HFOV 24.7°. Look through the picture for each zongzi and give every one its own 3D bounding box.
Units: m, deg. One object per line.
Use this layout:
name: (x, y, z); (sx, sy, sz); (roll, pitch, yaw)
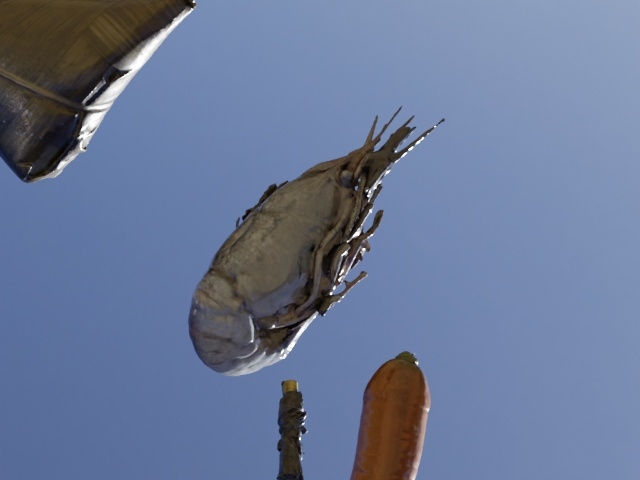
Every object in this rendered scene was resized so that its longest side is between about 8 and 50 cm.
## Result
zongzi: (-0.316, -0.250, 1.636); (0.286, 0.288, 0.134); (45, -162, -3)

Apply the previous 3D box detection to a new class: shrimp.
shrimp: (-0.001, -0.003, 1.471); (0.145, 0.343, 0.116); (46, 167, -23)

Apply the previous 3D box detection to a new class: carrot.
carrot: (0.039, 0.226, 1.260); (0.066, 0.271, 0.062); (18, 176, -10)

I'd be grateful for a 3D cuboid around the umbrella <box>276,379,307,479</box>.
umbrella: (-0.037, 0.244, 1.872); (0.040, 0.037, 0.144); (0, -123, -1)
